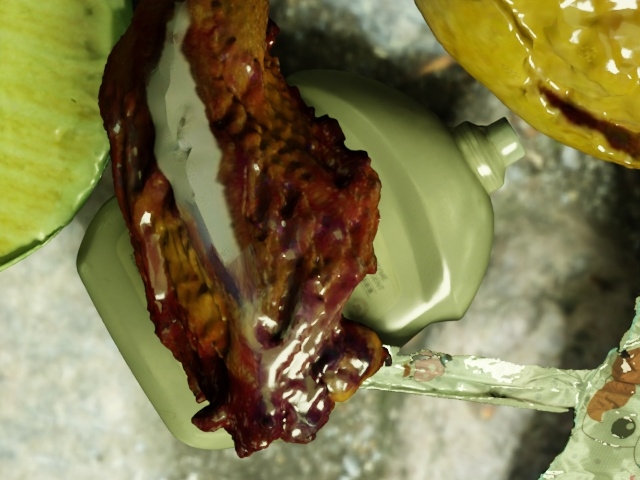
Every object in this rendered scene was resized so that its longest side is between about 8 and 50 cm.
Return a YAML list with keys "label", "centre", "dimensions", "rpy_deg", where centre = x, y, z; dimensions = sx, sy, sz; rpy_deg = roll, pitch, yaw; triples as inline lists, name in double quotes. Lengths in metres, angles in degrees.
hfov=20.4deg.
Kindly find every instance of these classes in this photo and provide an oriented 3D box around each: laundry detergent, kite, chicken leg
- label: "laundry detergent"
  centre: [0.000, 0.000, 1.019]
  dimensions: [0.253, 0.091, 0.181]
  rpy_deg: [-31, 89, 8]
- label: "kite"
  centre: [0.188, 0.087, 1.013]
  dimensions: [0.368, 0.014, 0.406]
  rpy_deg: [8, 127, -19]
- label: "chicken leg"
  centre: [-0.040, -0.089, 0.944]
  dimensions: [0.158, 0.096, 0.407]
  rpy_deg: [0, 78, 15]

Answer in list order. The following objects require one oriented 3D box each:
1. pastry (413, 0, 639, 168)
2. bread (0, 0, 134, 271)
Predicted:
- label: "pastry"
  centre: [0.196, -0.212, 0.933]
  dimensions: [0.356, 0.164, 0.356]
  rpy_deg: [0, 100, 1]
- label: "bread"
  centre: [-0.250, -0.106, 1.023]
  dimensions: [0.301, 0.045, 0.301]
  rpy_deg: [1, 103, 3]
